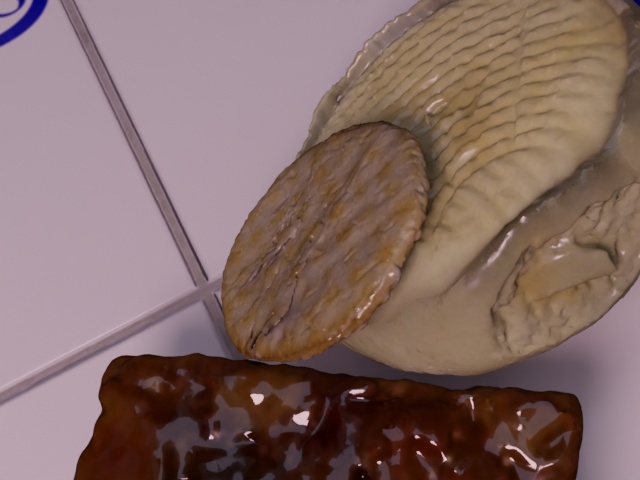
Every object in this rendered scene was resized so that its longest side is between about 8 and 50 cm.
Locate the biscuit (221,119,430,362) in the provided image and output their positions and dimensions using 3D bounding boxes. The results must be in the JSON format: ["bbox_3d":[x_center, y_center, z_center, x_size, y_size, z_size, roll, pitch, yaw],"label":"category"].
[{"bbox_3d":[-0.001,-0.001,0.843,0.220,0.033,0.220,-32,40,31],"label":"biscuit"}]

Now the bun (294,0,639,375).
[{"bbox_3d":[0.148,-0.044,0.918,0.364,0.202,0.364,-27,42,27],"label":"bun"}]

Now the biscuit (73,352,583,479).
[{"bbox_3d":[-0.002,0.270,0.836,0.395,0.166,0.343,5,72,13],"label":"biscuit"}]
